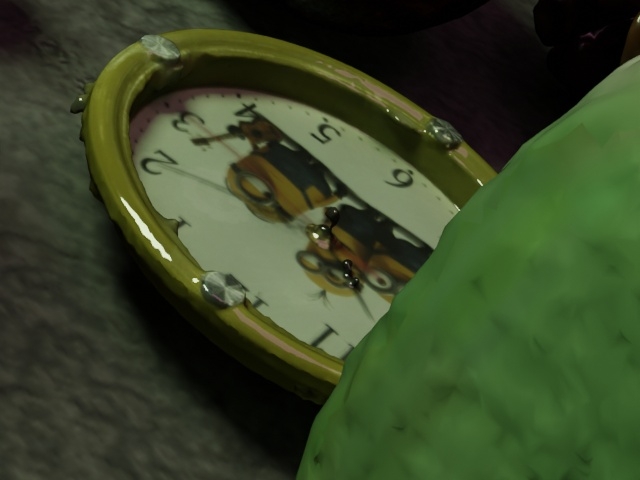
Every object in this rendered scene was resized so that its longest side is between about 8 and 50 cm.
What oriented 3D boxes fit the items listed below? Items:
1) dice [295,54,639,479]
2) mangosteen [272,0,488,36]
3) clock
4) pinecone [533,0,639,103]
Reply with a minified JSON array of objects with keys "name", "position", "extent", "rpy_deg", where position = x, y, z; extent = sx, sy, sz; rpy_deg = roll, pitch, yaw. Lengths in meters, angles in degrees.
[{"name":"dice","position":[0.204,0.114,0.527],"extent":[0.318,0.330,0.322],"rpy_deg":[-5,53,-44]},{"name":"mangosteen","position":[0.051,-0.238,0.862],"extent":[0.231,0.289,0.231],"rpy_deg":[32,39,-31]},{"name":"clock","position":[0.000,0.000,0.727],"extent":[0.237,0.057,0.237],"rpy_deg":[24,34,-17]},{"name":"pinecone","position":[0.242,-0.136,0.965],"extent":[0.264,0.264,0.264],"rpy_deg":[25,35,-19]}]
